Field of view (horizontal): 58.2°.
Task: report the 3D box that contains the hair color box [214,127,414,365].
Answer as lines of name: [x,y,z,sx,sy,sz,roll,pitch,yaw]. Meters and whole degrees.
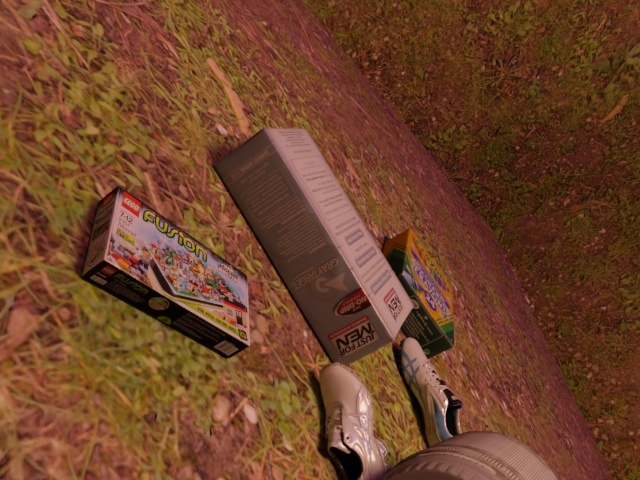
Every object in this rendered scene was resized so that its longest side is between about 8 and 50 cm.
hair color box: [0.000,0.000,0.956,0.375,0.113,0.185,58,22,1]

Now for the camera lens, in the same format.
camera lens: [0.190,0.368,0.731,0.274,0.219,0.220,19,44,-59]

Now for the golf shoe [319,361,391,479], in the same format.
golf shoe: [0.035,0.248,0.770,0.086,0.069,0.176,7,53,-56]

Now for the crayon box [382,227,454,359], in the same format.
crayon box: [0.227,0.104,1.352,0.203,0.083,0.323,54,21,-12]

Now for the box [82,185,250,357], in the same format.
box: [-0.163,0.040,0.650,0.207,0.036,0.114,40,28,-39]

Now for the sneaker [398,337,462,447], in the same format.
sneaker: [0.216,0.287,1.083,0.085,0.086,0.237,27,36,-50]
